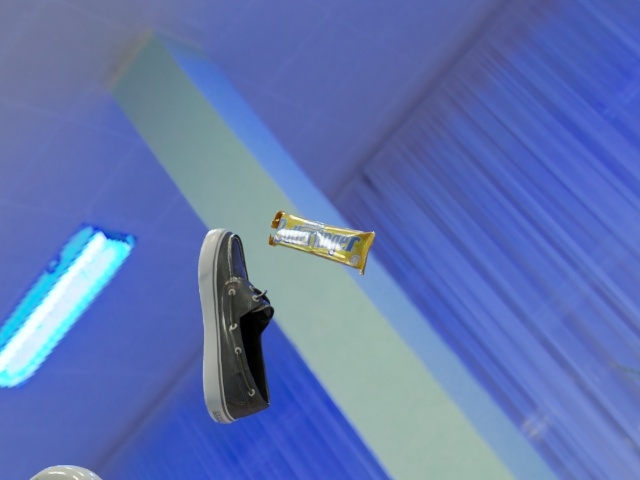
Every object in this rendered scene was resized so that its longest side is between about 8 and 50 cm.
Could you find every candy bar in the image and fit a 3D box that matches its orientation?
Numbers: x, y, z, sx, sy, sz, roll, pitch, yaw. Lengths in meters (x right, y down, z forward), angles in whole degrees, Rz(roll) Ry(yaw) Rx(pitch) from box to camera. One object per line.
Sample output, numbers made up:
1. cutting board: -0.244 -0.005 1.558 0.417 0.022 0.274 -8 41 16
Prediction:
1. candy bar: 0.000 0.000 1.105 0.018 0.161 0.040 12 -88 -37

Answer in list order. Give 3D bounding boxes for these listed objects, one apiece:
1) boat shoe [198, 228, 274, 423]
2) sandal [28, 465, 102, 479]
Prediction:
1. boat shoe: -0.087 0.087 1.281 0.076 0.228 0.080 -12 -32 17
2. sandal: -0.246 0.437 1.173 0.102 0.169 0.416 6 -88 -56
